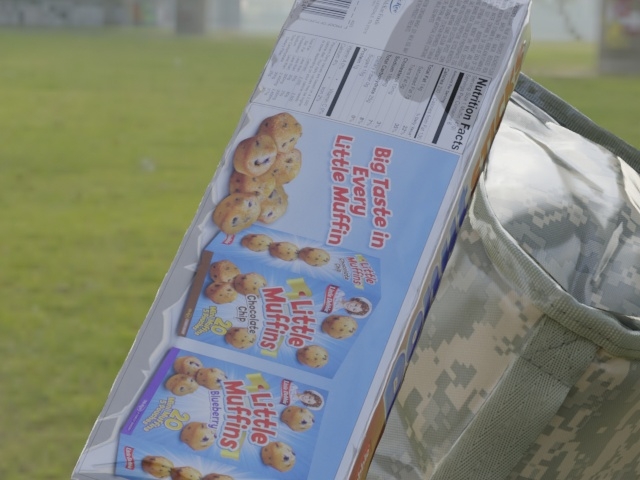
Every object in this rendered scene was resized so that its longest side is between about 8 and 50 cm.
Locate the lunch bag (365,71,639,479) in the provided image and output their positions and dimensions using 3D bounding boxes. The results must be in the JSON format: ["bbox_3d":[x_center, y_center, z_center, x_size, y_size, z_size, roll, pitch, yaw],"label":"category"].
[{"bbox_3d":[0.071,0.074,0.915,0.169,0.235,0.287,32,22,-7],"label":"lunch bag"}]

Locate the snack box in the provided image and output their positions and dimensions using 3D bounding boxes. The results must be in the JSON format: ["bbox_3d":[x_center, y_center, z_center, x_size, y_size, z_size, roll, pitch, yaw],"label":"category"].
[{"bbox_3d":[0.000,0.000,0.499,0.064,0.178,0.022,15,-32,13],"label":"snack box"}]
